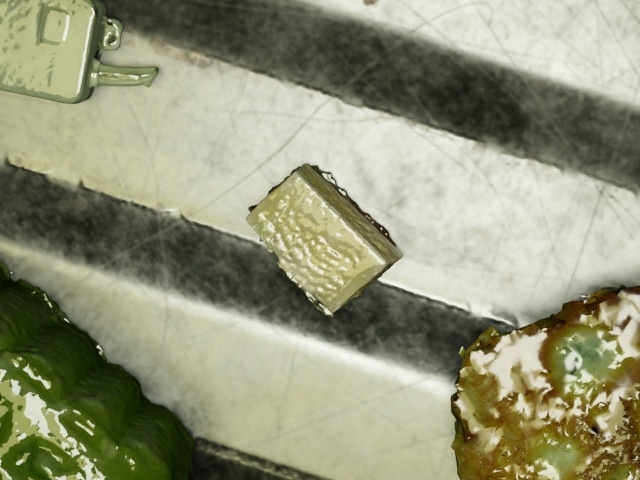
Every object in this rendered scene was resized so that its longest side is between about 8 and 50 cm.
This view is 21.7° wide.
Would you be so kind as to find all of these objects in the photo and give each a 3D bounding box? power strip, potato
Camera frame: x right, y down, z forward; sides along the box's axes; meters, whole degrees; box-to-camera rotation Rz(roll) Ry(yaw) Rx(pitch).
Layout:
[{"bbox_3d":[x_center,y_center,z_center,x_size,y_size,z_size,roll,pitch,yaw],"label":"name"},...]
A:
[{"bbox_3d":[-0.277,-0.175,1.408,0.288,0.053,0.093,11,97,5],"label":"power strip"},{"bbox_3d":[-0.001,-0.002,1.400,0.086,0.061,0.122,-44,90,11],"label":"potato"}]

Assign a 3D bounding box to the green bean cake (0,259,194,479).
[{"bbox_3d":[-0.311,0.198,1.373,0.335,0.218,0.319,37,98,-2],"label":"green bean cake"}]

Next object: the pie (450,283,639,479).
[{"bbox_3d":[0.268,0.189,1.376,0.288,0.103,0.355,-37,96,8],"label":"pie"}]
